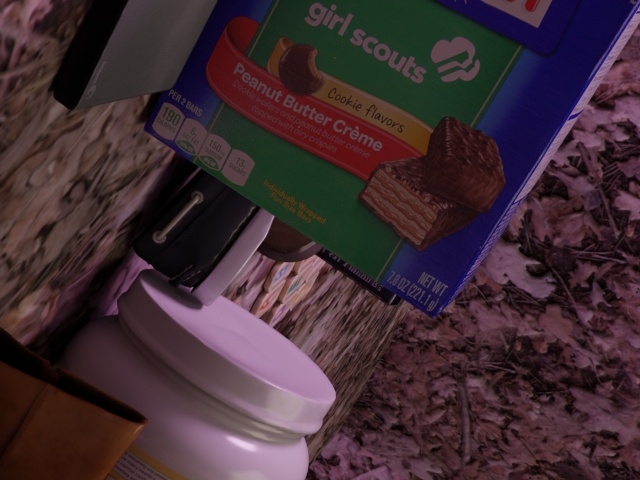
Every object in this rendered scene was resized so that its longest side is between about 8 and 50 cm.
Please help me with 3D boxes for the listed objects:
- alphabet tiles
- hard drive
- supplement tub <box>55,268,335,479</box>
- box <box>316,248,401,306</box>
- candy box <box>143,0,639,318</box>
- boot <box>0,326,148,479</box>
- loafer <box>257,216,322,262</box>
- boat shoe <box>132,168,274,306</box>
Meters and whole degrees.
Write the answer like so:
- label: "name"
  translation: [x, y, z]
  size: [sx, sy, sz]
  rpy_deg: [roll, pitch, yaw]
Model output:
- label: "alphabet tiles"
  translation: [0.000, 0.000, 1.805]
  size: [0.278, 0.021, 0.284]
  rpy_deg: [-40, 162, -54]
- label: "hard drive"
  translation: [-0.116, -0.136, 0.850]
  size: [0.094, 0.022, 0.135]
  rpy_deg: [-59, 169, 21]
- label: "supplement tub"
  translation: [-0.160, 0.216, 1.144]
  size: [0.331, 0.241, 0.241]
  rpy_deg: [-56, 170, 8]
- label: "box"
  translation: [0.079, -0.084, 1.442]
  size: [0.261, 0.184, 0.103]
  rpy_deg: [-55, 172, 1]
- label: "candy box"
  translation: [0.065, -0.149, 0.946]
  size: [0.317, 0.268, 0.122]
  rpy_deg: [-60, 172, 20]
- label: "boot"
  translation: [-0.200, 0.228, 0.963]
  size: [0.280, 0.264, 0.096]
  rpy_deg: [-57, 174, 18]
- label: "loafer"
  translation: [0.056, -0.134, 1.316]
  size: [0.366, 0.134, 0.130]
  rpy_deg: [-53, 170, -11]
- label: "boat shoe"
  translation: [-0.046, -0.089, 1.122]
  size: [0.302, 0.091, 0.114]
  rpy_deg: [-56, -170, -8]
